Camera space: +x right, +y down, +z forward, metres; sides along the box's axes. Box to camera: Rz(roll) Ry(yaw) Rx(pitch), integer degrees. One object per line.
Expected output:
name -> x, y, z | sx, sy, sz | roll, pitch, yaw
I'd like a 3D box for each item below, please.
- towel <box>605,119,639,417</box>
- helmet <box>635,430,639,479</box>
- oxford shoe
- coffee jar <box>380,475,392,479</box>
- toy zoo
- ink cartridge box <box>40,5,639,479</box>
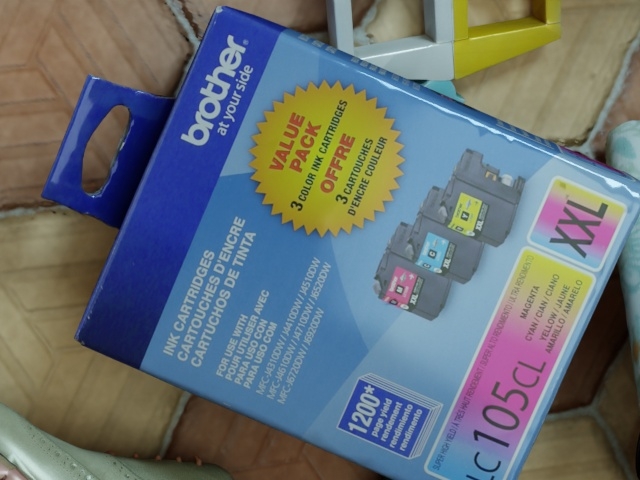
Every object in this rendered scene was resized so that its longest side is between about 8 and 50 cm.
towel -> 0.404, 0.079, 1.255 | 0.374, 0.320, 0.090 | 17, 133, -17
helmet -> 0.365, 0.181, 1.321 | 0.161, 0.169, 0.169 | 25, 92, -12
oxford shoe -> -0.154, 0.219, 1.230 | 0.397, 0.140, 0.146 | 41, 56, -12
coffee jar -> 0.087, 0.217, 1.295 | 0.096, 0.079, 0.184 | 16, 95, -9
toy zoo -> 0.094, -0.239, 1.220 | 0.192, 0.030, 0.293 | -12, 117, -13
ink cartridge box -> 0.000, 0.000, 1.166 | 0.395, 0.151, 0.270 | 23, 96, 2
